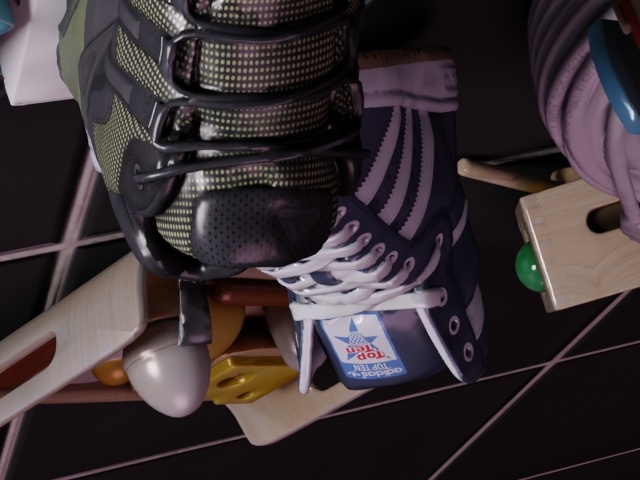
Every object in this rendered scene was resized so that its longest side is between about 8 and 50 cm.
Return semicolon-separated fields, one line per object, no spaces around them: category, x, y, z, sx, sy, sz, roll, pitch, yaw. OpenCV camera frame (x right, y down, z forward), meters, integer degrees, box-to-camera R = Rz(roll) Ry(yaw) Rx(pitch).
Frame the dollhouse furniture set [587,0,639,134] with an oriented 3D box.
dollhouse furniture set;0.061;-0.100;0.599;0.129;0.184;0.129;-2;155;-40

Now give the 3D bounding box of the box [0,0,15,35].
box;-0.219;-0.061;0.579;0.244;0.101;0.060;-26;161;22

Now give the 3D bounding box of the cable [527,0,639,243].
cable;0.227;-0.100;0.859;0.257;0.089;0.257;-20;153;20

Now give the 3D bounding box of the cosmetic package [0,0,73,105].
cosmetic package;-0.061;-0.138;0.516;0.060;0.099;0.239;-12;159;-21

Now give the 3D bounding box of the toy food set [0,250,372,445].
toy food set;-0.073;0.086;1.137;0.219;0.092;0.306;-33;156;36

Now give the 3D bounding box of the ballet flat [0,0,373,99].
ballet flat;-0.073;-0.095;0.687;0.203;0.074;0.074;-16;162;-27

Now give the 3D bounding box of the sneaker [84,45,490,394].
sneaker;0.000;0.000;0.757;0.099;0.153;0.282;-4;-175;22

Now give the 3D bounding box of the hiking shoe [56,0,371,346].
hiking shoe;-0.012;-0.055;0.462;0.086;0.114;0.227;-11;160;-17

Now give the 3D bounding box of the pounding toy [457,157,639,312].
pounding toy;0.163;-0.015;1.102;0.141;0.100;0.130;-17;176;3
